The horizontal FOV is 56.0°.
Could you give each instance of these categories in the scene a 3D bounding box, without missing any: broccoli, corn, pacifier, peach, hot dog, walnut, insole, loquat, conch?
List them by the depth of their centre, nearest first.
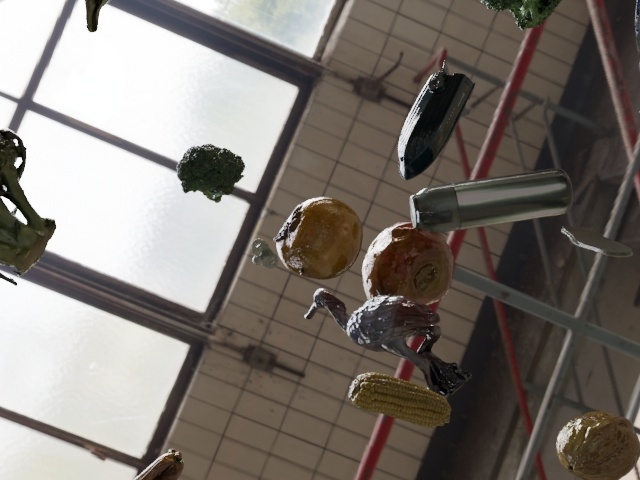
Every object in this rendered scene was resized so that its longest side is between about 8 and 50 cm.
[{"bbox_3d":[0.071,0.142,0.535,0.037,0.092,0.037,-159,90,-81],"label":"corn"},{"bbox_3d":[0.390,0.000,0.862,0.192,0.063,0.010,-60,-28,-77],"label":"insole"},{"bbox_3d":[0.414,0.305,0.895,0.124,0.105,0.105,-31,-3,-11],"label":"walnut"},{"bbox_3d":[0.000,0.000,0.971,0.141,0.141,0.141,-157,90,-86],"label":"loquat"},{"bbox_3d":[-0.615,-0.040,1.023,0.304,0.283,0.321,-48,14,46],"label":"broccoli"},{"bbox_3d":[0.488,-0.646,1.402,0.269,0.261,0.241,-36,14,15],"label":"broccoli"},{"bbox_3d":[0.203,0.077,1.436,0.235,0.214,0.214,-51,-4,-28],"label":"peach"},{"bbox_3d":[-0.143,0.039,1.439,0.068,0.083,0.064,-35,3,39],"label":"pacifier"},{"bbox_3d":[-0.392,0.570,1.450,0.188,0.072,0.055,-44,9,22],"label":"hot dog"},{"bbox_3d":[-0.595,-0.701,1.614,0.137,0.233,0.114,-9,23,35],"label":"conch"},{"bbox_3d":[-0.294,-0.189,1.631,0.156,0.195,0.195,89,-163,-54],"label":"broccoli"}]

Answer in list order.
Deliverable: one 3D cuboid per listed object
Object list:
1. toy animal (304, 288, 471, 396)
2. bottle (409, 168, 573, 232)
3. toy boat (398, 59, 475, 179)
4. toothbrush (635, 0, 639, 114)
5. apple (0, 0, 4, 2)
[{"bbox_3d":[0.089,0.142,0.976,0.090,0.324,0.195,-36,-38,-38],"label":"toy animal"},{"bbox_3d":[0.275,-0.061,0.975,0.096,0.254,0.079,-92,-5,-71],"label":"bottle"},{"bbox_3d":[0.215,-0.218,1.158,0.093,0.103,0.246,12,67,43],"label":"toy boat"},{"bbox_3d":[0.702,-0.378,1.294,0.413,0.035,0.042,44,-127,-51],"label":"toothbrush"},{"bbox_3d":[-0.543,-0.520,0.849,0.400,0.333,0.400,-46,-14,-15],"label":"apple"}]
